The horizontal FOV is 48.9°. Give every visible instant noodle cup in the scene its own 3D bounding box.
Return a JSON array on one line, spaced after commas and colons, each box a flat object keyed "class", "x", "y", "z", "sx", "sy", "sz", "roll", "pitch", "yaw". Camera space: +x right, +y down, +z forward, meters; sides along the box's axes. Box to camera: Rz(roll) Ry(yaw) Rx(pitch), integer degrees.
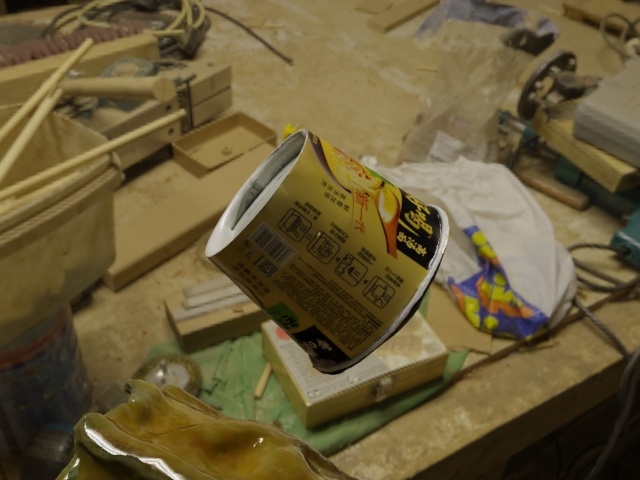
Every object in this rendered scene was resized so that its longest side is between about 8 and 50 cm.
[{"class": "instant noodle cup", "x": 0.000, "y": 0.000, "z": 0.503, "sx": 0.122, "sy": 0.151, "sz": 0.151, "roll": 40, "pitch": 38, "yaw": -19}]

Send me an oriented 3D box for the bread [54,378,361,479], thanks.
[{"class": "bread", "x": -0.040, "y": 0.217, "z": 0.406, "sx": 0.252, "sy": 0.196, "sz": 0.238, "roll": 15, "pitch": 59, "yaw": 13}]
